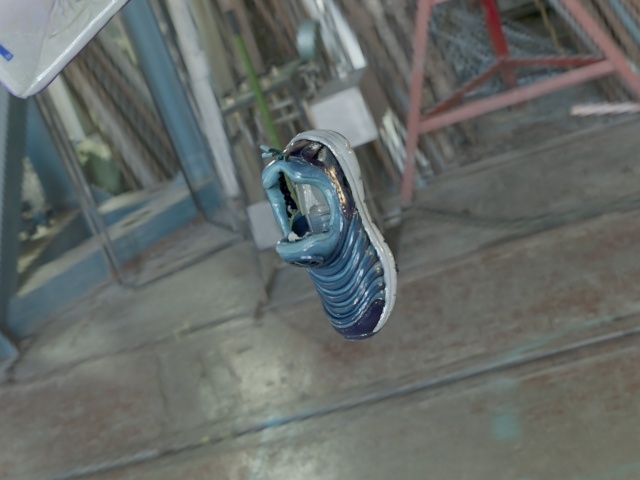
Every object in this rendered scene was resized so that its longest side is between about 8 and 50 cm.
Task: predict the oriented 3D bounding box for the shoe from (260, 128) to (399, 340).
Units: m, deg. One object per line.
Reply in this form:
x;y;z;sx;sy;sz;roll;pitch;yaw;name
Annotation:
0.000;0.000;1.043;0.092;0.207;0.106;-15;8;40;shoe

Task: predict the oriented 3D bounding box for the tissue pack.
-0.367;-0.355;1.374;0.242;0.160;0.338;-44;38;2;tissue pack
